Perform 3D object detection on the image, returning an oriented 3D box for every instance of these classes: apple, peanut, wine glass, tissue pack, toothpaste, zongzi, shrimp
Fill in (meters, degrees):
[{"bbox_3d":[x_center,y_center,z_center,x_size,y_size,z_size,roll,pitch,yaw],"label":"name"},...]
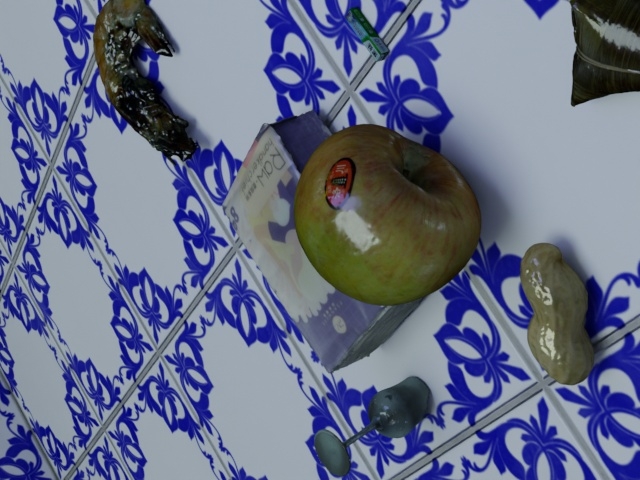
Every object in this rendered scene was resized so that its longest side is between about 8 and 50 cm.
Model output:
[{"bbox_3d":[0.085,-0.031,1.464,0.261,0.260,0.194,51,128,22],"label":"apple"},{"bbox_3d":[0.295,0.092,1.399,0.082,0.082,0.187,9,116,51],"label":"peanut"},{"bbox_3d":[0.084,0.276,1.682,0.079,0.195,0.079,28,131,38],"label":"wine glass"},{"bbox_3d":[0.000,0.000,1.698,0.344,0.125,0.242,55,144,17],"label":"tissue pack"},{"bbox_3d":[0.064,-0.286,1.544,0.083,0.017,0.020,57,144,15],"label":"toothpaste"},{"bbox_3d":[0.346,-0.167,1.169,0.187,0.084,0.184,36,153,28],"label":"zongzi"},{"bbox_3d":[-0.315,-0.298,2.010,0.365,0.071,0.233,50,137,32],"label":"shrimp"}]

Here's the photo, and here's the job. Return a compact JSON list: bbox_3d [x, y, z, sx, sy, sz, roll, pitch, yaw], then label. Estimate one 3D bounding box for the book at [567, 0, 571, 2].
[{"bbox_3d":[0.342,-0.264,1.185,0.182,0.014,0.127,47,142,27],"label":"book"}]
